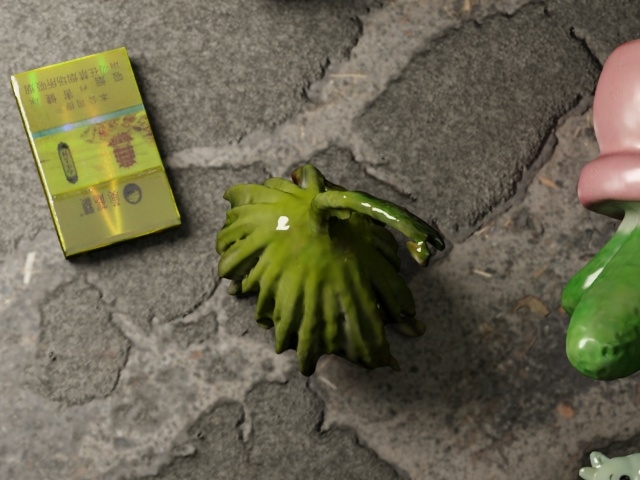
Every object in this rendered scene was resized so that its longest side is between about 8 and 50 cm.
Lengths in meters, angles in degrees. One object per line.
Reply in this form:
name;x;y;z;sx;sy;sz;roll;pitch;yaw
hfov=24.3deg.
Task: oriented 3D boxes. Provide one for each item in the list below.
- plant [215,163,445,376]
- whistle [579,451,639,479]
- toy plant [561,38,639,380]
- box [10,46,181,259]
plant;0.023;-0.024;1.395;0.251;0.333;0.180;41;58;11
whistle;0.371;0.263;1.516;0.244;0.092;0.110;2;65;-9
toy plant;0.346;-0.027;1.499;0.317;0.211;0.356;16;85;-50
box;-0.227;-0.088;1.498;0.121;0.030;0.193;-17;82;-14
